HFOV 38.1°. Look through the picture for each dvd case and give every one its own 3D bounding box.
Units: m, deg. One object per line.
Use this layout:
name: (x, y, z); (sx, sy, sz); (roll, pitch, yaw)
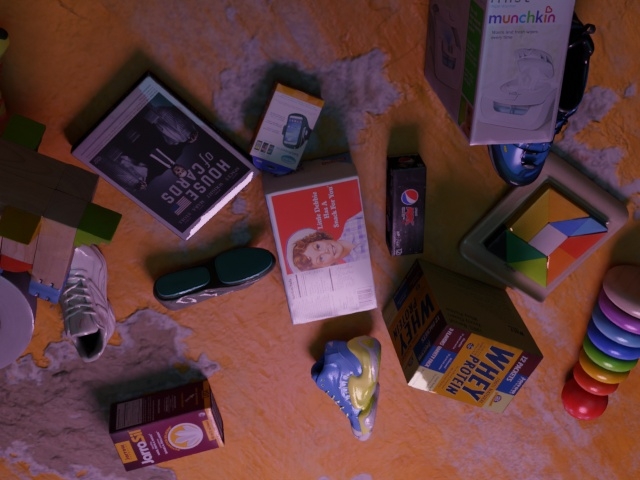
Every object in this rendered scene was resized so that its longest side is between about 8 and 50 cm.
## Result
dvd case: (-0.238, -0.126, 1.448); (0.179, 0.029, 0.239); (-41, 119, 16)

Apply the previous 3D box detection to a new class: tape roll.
tape roll: (-0.575, 0.112, 1.507); (0.219, 0.072, 0.219); (-5, 123, -8)

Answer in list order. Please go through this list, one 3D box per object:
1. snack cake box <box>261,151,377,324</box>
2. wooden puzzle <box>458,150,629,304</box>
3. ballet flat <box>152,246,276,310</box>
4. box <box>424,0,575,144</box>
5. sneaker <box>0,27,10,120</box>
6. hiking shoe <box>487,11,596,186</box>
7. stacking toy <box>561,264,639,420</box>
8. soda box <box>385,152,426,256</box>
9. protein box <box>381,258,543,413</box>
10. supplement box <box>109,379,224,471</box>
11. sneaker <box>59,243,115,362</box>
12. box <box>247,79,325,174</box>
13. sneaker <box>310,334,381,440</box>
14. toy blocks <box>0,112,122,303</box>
snack cake box: (0.000, 0.000, 1.534); (0.152, 0.089, 0.264); (-11, 122, -2)
wooden puzzle: (0.395, -0.012, 1.626); (0.221, 0.044, 0.238); (30, 111, -25)
ballet flat: (-0.176, 0.065, 1.565); (0.213, 0.072, 0.068); (-16, 150, 0)
box: (0.244, -0.293, 1.297); (0.127, 0.262, 0.231); (-4, 123, -8)
sneaker: (-0.483, -0.215, 1.323); (0.094, 0.081, 0.208); (29, 123, -25)
hiking shoe: (0.338, -0.208, 1.442); (0.113, 0.132, 0.304); (1, 121, -11)
stacking toy: (0.543, 0.213, 1.746); (0.141, 0.141, 0.330); (6, 124, -14)
soda box: (0.142, -0.058, 1.545); (0.060, 0.053, 0.169); (-6, 123, -8)
protein box: (0.241, 0.165, 1.613); (0.200, 0.201, 0.136); (20, 115, -21)
supplement box: (-0.280, 0.339, 1.695); (0.188, 0.081, 0.104); (-15, 123, -1)
sneaker: (-0.385, 0.099, 1.507); (0.090, 0.115, 0.232); (-13, 123, -2)
box: (-0.057, -0.172, 1.443); (0.081, 0.028, 0.136); (18, 109, -20)
sneaker: (0.046, 0.269, 1.724); (0.126, 0.091, 0.240); (7, 122, 7)
toy blocks: (-0.492, -0.041, 1.343); (0.381, 0.190, 0.261); (21, 145, -10)
